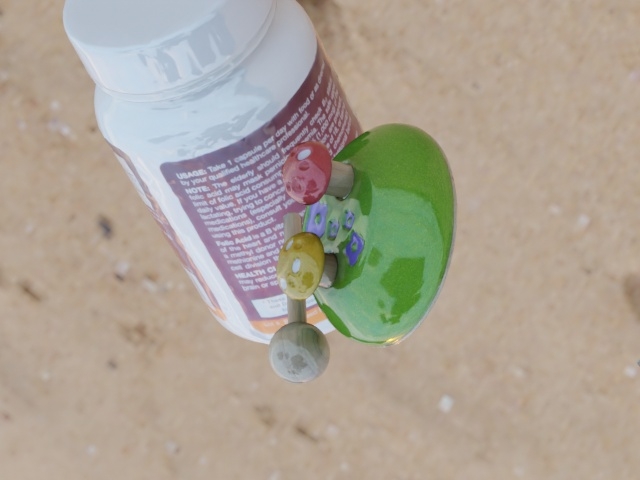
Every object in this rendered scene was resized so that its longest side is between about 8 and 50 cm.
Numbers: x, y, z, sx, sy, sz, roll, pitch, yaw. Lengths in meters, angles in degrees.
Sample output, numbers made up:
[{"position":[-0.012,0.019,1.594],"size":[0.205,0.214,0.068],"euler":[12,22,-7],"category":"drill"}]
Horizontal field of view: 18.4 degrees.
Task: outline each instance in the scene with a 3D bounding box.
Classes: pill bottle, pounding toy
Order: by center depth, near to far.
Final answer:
[{"position":[0.000,0.000,1.597],"size":[0.110,0.183,0.237],"euler":[10,149,-30],"category":"pounding toy"},{"position":[-0.080,-0.104,1.899],"size":[0.224,0.224,0.392],"euler":[7,142,33],"category":"pill bottle"}]

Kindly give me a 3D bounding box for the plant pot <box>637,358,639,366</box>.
[{"position":[0.390,0.112,1.556],"size":[0.188,0.187,0.167],"euler":[-35,77,18],"category":"plant pot"}]
